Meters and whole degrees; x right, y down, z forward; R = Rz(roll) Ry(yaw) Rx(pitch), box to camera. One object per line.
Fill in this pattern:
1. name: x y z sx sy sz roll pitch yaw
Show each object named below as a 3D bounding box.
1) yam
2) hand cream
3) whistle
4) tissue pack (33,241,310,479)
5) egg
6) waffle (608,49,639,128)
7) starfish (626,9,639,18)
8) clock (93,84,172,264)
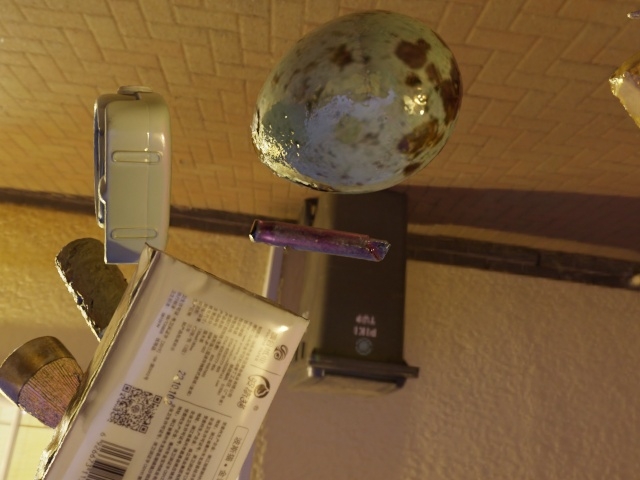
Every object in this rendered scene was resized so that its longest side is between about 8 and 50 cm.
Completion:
1. yam: -0.297 0.070 0.827 0.179 0.078 0.078 44 -172 34
2. hand cream: -0.272 0.196 0.679 0.203 0.084 0.084 36 176 22
3. whistle: 0.000 0.000 0.754 0.177 0.033 0.033 9 165 -13
4. tissue pack: -0.092 0.091 0.382 0.106 0.148 0.099 28 173 -20
5. egg: 0.027 -0.127 0.598 0.231 0.169 0.169 -16 154 34
6. waffle: 0.487 -0.156 0.708 0.248 0.221 0.055 52 170 -4
7. starfish: 0.708 -0.557 1.065 0.302 0.084 0.293 1 135 26
8. clock: -0.187 -0.075 0.591 0.062 0.151 0.191 -2 -156 -22
